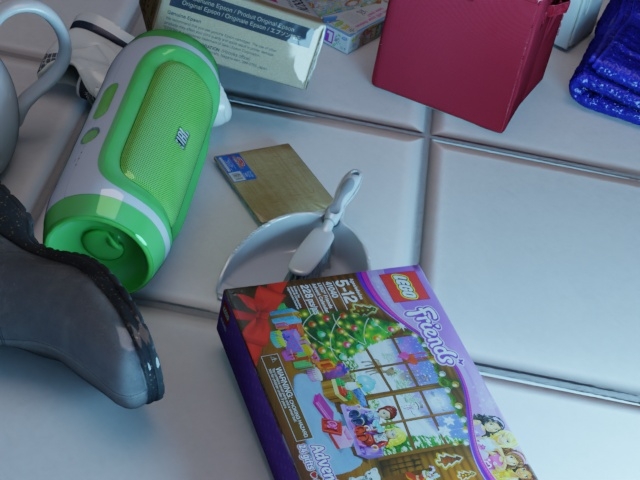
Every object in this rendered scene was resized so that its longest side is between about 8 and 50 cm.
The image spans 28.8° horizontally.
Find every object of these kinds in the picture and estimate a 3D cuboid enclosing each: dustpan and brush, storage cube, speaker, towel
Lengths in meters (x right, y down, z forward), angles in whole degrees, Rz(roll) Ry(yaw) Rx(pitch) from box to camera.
[{"bbox_3d":[0.000,0.000,1.278,0.147,0.060,0.211,20,39,11],"label":"dustpan and brush"},{"bbox_3d":[0.199,-0.281,1.583,0.215,0.193,0.184,23,39,14],"label":"storage cube"},{"bbox_3d":[-0.185,-0.086,1.266,0.131,0.131,0.297,12,45,1],"label":"speaker"},{"bbox_3d":[0.479,-0.250,1.710,0.227,0.076,0.308,20,38,13],"label":"towel"}]

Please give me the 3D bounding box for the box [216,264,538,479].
[{"bbox_3d":[0.047,0.150,1.084,0.200,0.057,0.293,-7,46,-22],"label":"box"}]

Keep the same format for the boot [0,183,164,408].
[{"bbox_3d":[-0.307,0.081,1.078,0.222,0.118,0.338,-29,44,-33],"label":"boot"}]

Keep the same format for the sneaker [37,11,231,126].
[{"bbox_3d":[-0.213,-0.176,1.449,0.235,0.090,0.095,24,57,17],"label":"sneaker"}]

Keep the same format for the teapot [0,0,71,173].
[{"bbox_3d":[-0.425,-0.166,1.282,0.252,0.187,0.256,19,37,9],"label":"teapot"}]

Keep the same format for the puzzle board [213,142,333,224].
[{"bbox_3d":[-0.050,-0.063,1.388,0.096,0.011,0.128,-12,43,-26],"label":"puzzle board"}]

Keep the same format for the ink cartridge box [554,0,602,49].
[{"bbox_3d":[0.301,-0.389,1.778,0.212,0.154,0.093,30,40,25],"label":"ink cartridge box"}]

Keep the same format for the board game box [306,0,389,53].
[{"bbox_3d":[0.042,-0.313,1.719,0.103,0.026,0.154,31,41,24],"label":"board game box"}]

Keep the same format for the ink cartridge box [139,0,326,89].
[{"bbox_3d":[-0.112,-0.275,1.507,0.193,0.088,0.235,13,19,-17],"label":"ink cartridge box"}]
